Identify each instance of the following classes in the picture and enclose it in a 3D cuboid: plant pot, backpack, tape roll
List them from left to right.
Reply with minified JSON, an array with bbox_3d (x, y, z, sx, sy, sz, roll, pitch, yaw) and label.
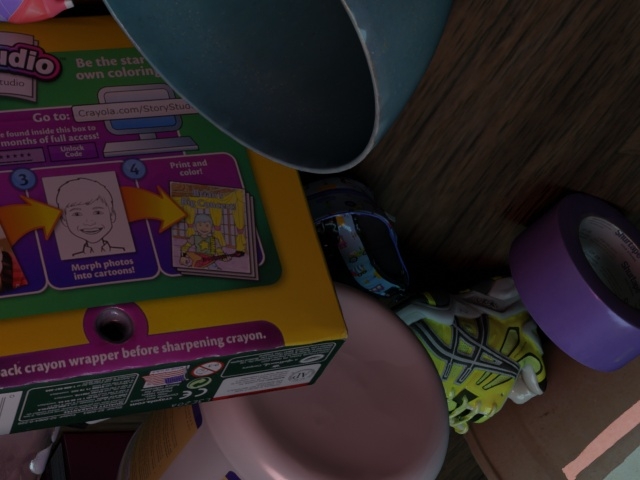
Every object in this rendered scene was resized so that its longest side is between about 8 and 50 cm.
[{"bbox_3d":[-0.011,-0.220,1.003,0.195,0.290,0.290,-45,156,-24],"label":"plant pot"},{"bbox_3d":[0.000,0.000,1.433,0.158,0.117,0.173,-19,148,3],"label":"backpack"},{"bbox_3d":[0.305,0.045,1.572,0.189,0.189,0.080,14,137,-38],"label":"tape roll"},{"bbox_3d":[0.392,0.205,1.767,0.333,0.334,0.305,22,121,-44],"label":"plant pot"}]

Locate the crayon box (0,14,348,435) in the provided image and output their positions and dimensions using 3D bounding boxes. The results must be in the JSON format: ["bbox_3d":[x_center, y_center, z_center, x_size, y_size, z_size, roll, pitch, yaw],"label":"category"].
[{"bbox_3d":[-0.197,-0.021,1.102,0.362,0.313,0.106,-7,154,-23],"label":"crayon box"}]

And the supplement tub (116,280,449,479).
[{"bbox_3d":[-0.052,0.214,1.332,0.241,0.241,0.331,3,145,-28],"label":"supplement tub"}]

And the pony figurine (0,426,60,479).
[{"bbox_3d":[-0.366,0.263,1.436,0.303,0.351,0.363,-47,131,-10],"label":"pony figurine"}]

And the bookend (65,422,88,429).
[{"bbox_3d":[-0.237,0.167,1.615,0.157,0.072,0.156,-37,142,29],"label":"bookend"}]

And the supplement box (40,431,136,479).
[{"bbox_3d":[-0.301,0.325,1.812,0.104,0.081,0.188,3,142,-28],"label":"supplement box"}]

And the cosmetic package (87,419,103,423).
[{"bbox_3d":[-0.183,0.065,1.416,0.183,0.151,0.151,-18,149,1],"label":"cosmetic package"}]

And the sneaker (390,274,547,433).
[{"bbox_3d":[0.135,0.140,1.568,0.384,0.147,0.145,-14,162,-46],"label":"sneaker"}]

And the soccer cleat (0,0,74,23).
[{"bbox_3d":[-0.246,-0.242,1.006,0.095,0.083,0.248,-12,150,1],"label":"soccer cleat"}]
